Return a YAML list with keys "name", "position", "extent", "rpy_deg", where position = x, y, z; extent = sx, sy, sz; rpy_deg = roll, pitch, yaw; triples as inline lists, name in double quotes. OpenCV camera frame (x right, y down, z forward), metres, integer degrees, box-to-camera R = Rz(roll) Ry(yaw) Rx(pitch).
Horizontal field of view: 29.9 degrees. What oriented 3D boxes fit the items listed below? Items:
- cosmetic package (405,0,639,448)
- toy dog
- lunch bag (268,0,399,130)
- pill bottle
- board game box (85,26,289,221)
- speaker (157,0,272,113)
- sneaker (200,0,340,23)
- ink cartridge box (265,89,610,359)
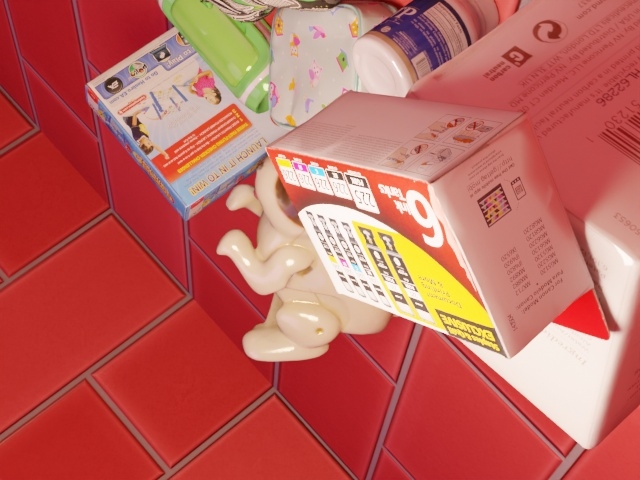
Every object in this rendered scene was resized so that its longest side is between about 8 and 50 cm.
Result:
- name: "cosmetic package"
  position: [0.319, -0.041, 1.395]
  extent: [0.327, 0.329, 0.394]
  rpy_deg: [41, 155, 28]
- name: "toy dog"
  position: [0.000, 0.000, 2.181]
  extent: [0.395, 0.285, 0.408]
  rpy_deg: [8, 133, 18]
- name: "lunch bag"
  position: [0.021, -0.263, 1.871]
  extent: [0.279, 0.107, 0.224]
  rpy_deg: [19, 112, 58]
- name: "pill bottle"
  position: [0.144, -0.268, 1.600]
  extent: [0.112, 0.186, 0.112]
  rpy_deg: [43, 157, 24]
- name: "board game box"
  position: [-0.226, -0.245, 2.246]
  extent: [0.302, 0.308, 0.086]
  rpy_deg: [51, 161, 8]
- name: "speaker"
  position: [-0.170, -0.375, 2.179]
  extent: [0.296, 0.131, 0.131]
  rpy_deg: [50, 159, 9]
- name: "sneaker"
  position: [-0.081, -0.403, 1.839]
  extent: [0.343, 0.134, 0.146]
  rpy_deg: [26, 148, 44]
- name: "ink cartridge box"
  position: [0.118, 0.000, 1.242]
  extent: [0.309, 0.130, 0.272]
  rpy_deg: [18, 140, 58]
